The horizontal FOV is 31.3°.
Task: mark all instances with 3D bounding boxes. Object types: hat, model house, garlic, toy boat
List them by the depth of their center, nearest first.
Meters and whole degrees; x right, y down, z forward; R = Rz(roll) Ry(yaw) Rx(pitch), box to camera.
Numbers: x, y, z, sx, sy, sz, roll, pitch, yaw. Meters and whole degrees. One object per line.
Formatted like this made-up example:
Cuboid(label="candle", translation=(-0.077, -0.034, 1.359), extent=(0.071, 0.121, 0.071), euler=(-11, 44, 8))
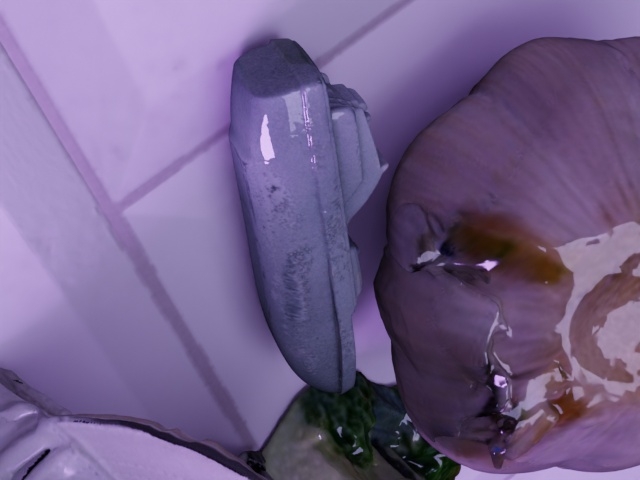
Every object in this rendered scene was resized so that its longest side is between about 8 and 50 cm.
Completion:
Cuboid(label="hat", translation=(-0.072, 0.199, 0.660), extent=(0.258, 0.301, 0.168), euler=(29, 75, -49))
Cuboid(label="toy boat", translation=(0.000, 0.000, 0.697), extent=(0.085, 0.078, 0.260), euler=(-18, 130, -13))
Cuboid(label="garlic", translation=(0.185, 0.013, 0.754), extent=(0.322, 0.241, 0.322), euler=(-16, 136, -16))
Cuboid(label="model house", translation=(0.063, 0.235, 0.857), extent=(0.195, 0.189, 0.214), euler=(-53, 139, 8))
